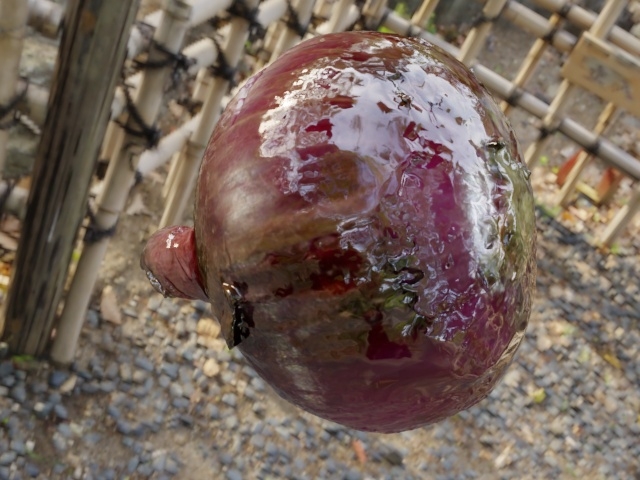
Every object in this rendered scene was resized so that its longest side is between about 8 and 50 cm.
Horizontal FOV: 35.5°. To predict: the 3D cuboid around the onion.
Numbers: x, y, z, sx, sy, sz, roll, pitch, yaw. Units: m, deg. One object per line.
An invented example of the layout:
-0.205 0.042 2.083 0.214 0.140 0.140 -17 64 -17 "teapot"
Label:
0.000 0.000 0.877 0.348 0.385 0.347 21 66 -56 "onion"
